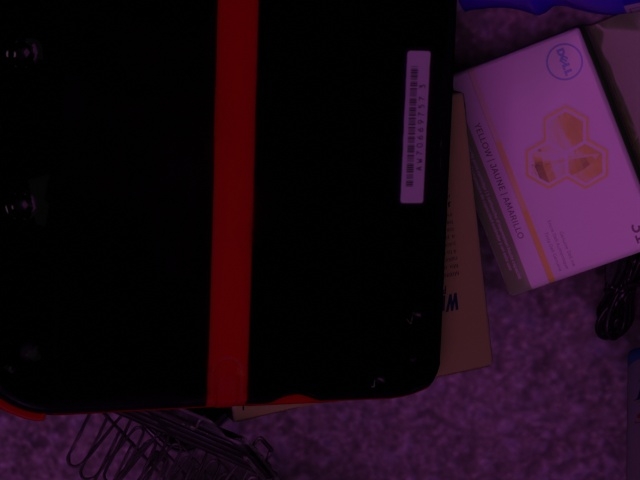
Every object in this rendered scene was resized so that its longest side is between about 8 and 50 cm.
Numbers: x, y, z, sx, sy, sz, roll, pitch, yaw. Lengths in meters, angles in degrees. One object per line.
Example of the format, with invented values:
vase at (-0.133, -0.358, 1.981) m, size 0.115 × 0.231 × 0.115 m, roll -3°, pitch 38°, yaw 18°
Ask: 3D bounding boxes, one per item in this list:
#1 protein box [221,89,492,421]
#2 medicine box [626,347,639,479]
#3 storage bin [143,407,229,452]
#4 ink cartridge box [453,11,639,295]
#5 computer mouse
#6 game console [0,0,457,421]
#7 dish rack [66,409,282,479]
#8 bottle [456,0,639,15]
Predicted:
protein box at (0.000, 0.000, 1.344) m, size 0.200 × 0.136 × 0.201 m, roll -11°, pitch 103°, yaw -15°
medicine box at (0.328, 0.235, 1.300) m, size 0.149 × 0.289 × 0.263 m, roll -19°, pitch 117°, yaw 20°
storage bin at (-0.125, 0.062, 1.473) m, size 0.180 × 0.084 × 0.122 m, roll 43°, pitch 112°, yaw -6°
ink cartridge box at (0.219, -0.078, 1.347) m, size 0.235 × 0.056 × 0.171 m, roll -20°, pitch 93°, yaw 20°
computer mouse at (0.308, 0.041, 1.395) m, size 0.193 × 0.042 × 0.106 m, roll 11°, pitch 107°, yaw 14°
game console at (-0.074, -0.076, 1.213) m, size 0.342 × 0.060 × 0.386 m, roll -2°, pitch 101°, yaw -23°
dish rack at (-0.092, 0.191, 1.379) m, size 0.208 × 0.074 × 0.271 m, roll 17°, pitch 155°, yaw 32°
bottle at (0.211, -0.218, 1.290) m, size 0.283 × 0.092 × 0.118 m, roll -10°, pitch 106°, yaw 15°
